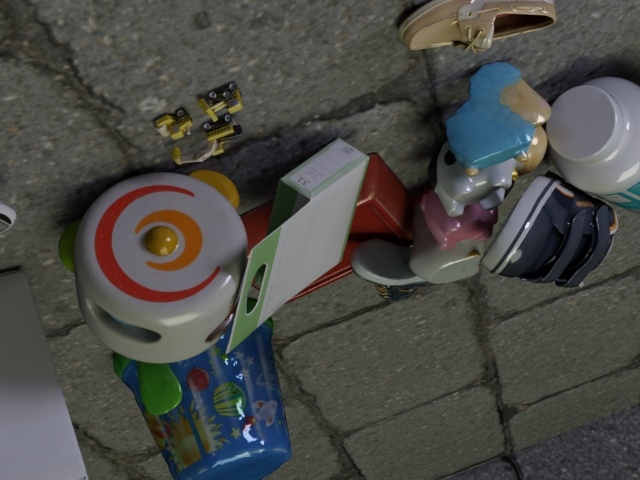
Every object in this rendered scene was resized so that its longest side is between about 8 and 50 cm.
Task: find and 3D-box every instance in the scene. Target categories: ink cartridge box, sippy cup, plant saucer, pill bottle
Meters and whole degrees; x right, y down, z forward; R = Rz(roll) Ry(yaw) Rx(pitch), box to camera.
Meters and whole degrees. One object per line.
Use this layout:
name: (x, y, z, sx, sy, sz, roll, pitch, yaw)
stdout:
ink cartridge box: (-0.042, 0.004, 1.691, 0.235, 0.056, 0.171, -36, 152, -43)
sippy cup: (-0.151, 0.231, 2.081, 0.305, 0.224, 0.240, -3, 151, -36)
plant saucer: (0.000, 0.000, 1.921, 0.258, 0.047, 0.259, -25, 156, 10)
ink cartridge box: (-0.411, 0.255, 1.828, 0.166, 0.285, 0.395, -15, 157, -19)
pill bottle: (0.380, -0.120, 1.848, 0.146, 0.146, 0.264, -32, 155, 25)

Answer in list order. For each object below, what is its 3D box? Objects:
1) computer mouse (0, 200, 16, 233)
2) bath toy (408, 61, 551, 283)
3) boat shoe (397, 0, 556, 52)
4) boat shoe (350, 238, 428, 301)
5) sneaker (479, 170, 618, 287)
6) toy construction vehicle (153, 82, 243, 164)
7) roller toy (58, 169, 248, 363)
computer mouse: (-0.408, -0.011, 1.554, 0.193, 0.042, 0.106, -21, 153, 16)
bath toy: (0.184, -0.072, 1.813, 0.151, 0.129, 0.348, -13, 155, -15)
boat shoe: (0.167, -0.227, 1.534, 0.170, 0.059, 0.063, -18, 157, -6)
boat shoe: (0.089, 0.047, 1.955, 0.183, 0.065, 0.083, 3, 146, -46)
sneaker: (0.295, -0.008, 1.825, 0.126, 0.127, 0.321, -59, 170, 21)
toy construction vehicle: (-0.121, -0.119, 1.561, 0.098, 0.035, 0.086, -22, 157, 2)
roller toy: (-0.175, 0.027, 1.640, 0.209, 0.191, 0.146, -15, 156, -14)
